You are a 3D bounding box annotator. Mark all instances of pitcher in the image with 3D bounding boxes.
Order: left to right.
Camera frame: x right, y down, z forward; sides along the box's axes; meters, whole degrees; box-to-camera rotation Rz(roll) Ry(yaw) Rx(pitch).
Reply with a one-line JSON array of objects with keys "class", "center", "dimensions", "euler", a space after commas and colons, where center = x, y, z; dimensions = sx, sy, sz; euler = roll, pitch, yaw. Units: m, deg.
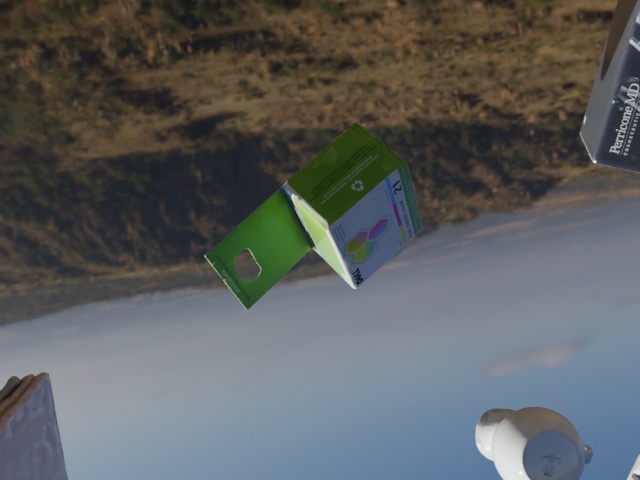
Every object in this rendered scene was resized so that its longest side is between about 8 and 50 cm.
[{"class": "pitcher", "center": [0.333, 0.306, 1.315], "dimensions": [0.177, 0.126, 0.207], "euler": [7, 176, -2]}]

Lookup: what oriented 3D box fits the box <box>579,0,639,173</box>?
[{"class": "box", "center": [0.535, -0.243, 1.140], "dimensions": [0.312, 0.344, 0.179], "euler": [13, -160, 7]}]

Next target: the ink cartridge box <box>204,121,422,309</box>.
[{"class": "ink cartridge box", "center": [0.000, 0.000, 1.163], "dimensions": [0.255, 0.097, 0.189], "euler": [-42, 153, -9]}]

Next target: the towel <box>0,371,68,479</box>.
[{"class": "towel", "center": [-0.337, 0.342, 0.862], "dimensions": [0.053, 0.317, 0.332], "euler": [7, -149, 12]}]

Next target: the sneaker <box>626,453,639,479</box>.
[{"class": "sneaker", "center": [0.343, 0.131, 0.705], "dimensions": [0.292, 0.110, 0.118], "euler": [-46, 173, -2]}]
